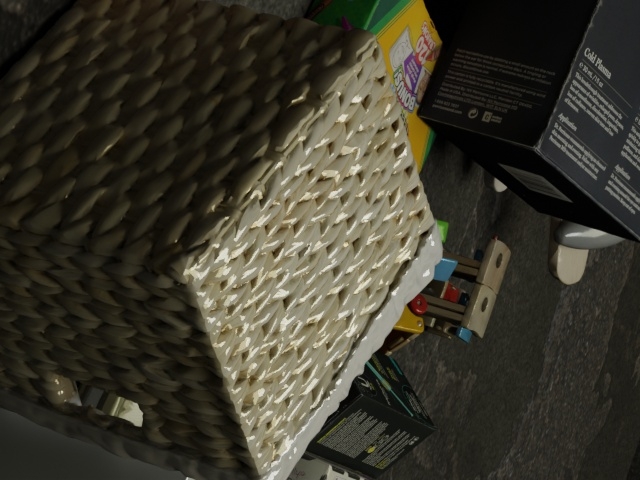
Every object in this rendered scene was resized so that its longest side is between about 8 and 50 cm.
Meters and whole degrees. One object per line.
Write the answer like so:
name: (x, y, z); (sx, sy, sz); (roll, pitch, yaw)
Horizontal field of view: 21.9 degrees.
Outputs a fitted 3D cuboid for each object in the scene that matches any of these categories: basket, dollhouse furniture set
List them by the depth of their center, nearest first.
basket: (-0.118, -0.016, 1.405); (0.331, 0.328, 0.266); (-52, 144, -35)
dollhouse furniture set: (0.194, 0.063, 2.262); (0.183, 0.129, 0.129); (34, 74, -61)

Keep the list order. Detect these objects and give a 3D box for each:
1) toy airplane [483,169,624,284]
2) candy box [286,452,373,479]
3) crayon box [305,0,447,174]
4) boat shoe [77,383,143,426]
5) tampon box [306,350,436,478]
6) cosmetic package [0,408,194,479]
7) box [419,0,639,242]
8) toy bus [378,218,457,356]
toy airplane: (0.400, -0.174, 2.366); (0.384, 0.272, 0.386); (-62, 152, -21)
candy box: (-0.023, 0.285, 1.938); (0.233, 0.159, 0.071); (36, 75, -61)
crayon box: (0.066, -0.194, 1.925); (0.165, 0.081, 0.278); (-65, 152, -17)
boat shoe: (-0.150, 0.076, 1.625); (0.113, 0.103, 0.302); (50, 64, -34)
tampon box: (0.033, 0.188, 1.929); (0.101, 0.120, 0.161); (-42, 140, 15)
cosmetic package: (-0.202, 0.271, 1.513); (0.138, 0.224, 0.225); (-61, 151, -23)
box: (0.328, -0.209, 2.047); (0.343, 0.179, 0.312); (33, 80, -51)
toy bus: (0.055, 0.041, 2.006); (0.104, 0.202, 0.191); (13, 100, -32)
